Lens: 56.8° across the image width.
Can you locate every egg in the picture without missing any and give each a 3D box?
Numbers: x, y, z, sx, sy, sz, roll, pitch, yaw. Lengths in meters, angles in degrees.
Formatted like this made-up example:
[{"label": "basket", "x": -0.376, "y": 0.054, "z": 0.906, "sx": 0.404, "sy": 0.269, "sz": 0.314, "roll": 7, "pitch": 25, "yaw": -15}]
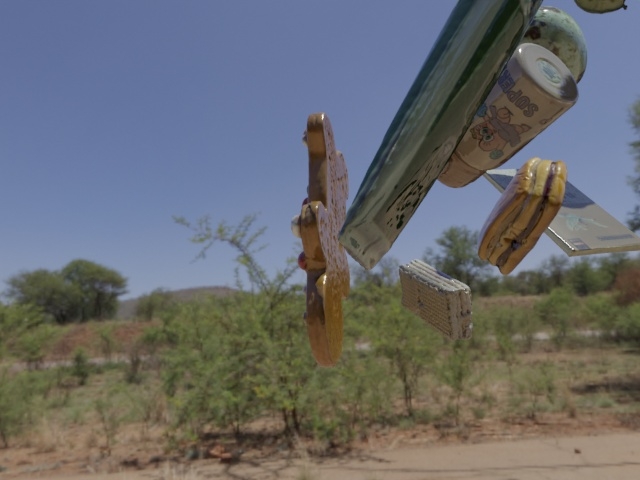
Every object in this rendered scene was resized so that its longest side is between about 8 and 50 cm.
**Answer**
[{"label": "egg", "x": 0.496, "y": -0.411, "z": 1.302, "sx": 0.231, "sy": 0.169, "sz": 0.169, "roll": 27, "pitch": -24, "yaw": -32}]

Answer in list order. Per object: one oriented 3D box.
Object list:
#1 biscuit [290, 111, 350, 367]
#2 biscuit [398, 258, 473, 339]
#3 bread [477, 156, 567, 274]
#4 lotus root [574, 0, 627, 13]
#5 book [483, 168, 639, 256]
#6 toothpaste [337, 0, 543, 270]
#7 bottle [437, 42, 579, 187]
[{"label": "biscuit", "x": 0.000, "y": 0.000, "z": 0.790, "sx": 0.047, "sy": 0.340, "sz": 0.216, "roll": -5, "pitch": -23, "yaw": 13}, {"label": "biscuit", "x": 0.228, "y": 0.117, "z": 1.197, "sx": 0.061, "sy": 0.108, "sz": 0.239, "roll": -11, "pitch": 14, "yaw": -13}, {"label": "bread", "x": 0.315, "y": -0.040, "z": 0.935, "sx": 0.077, "sy": 0.116, "sz": 0.200, "roll": 28, "pitch": -37, "yaw": 8}, {"label": "lotus root", "x": 0.721, "y": -0.677, "z": 1.474, "sx": 0.183, "sy": 0.078, "sz": 0.204, "roll": -4, "pitch": -53, "yaw": 29}, {"label": "book", "x": 0.519, "y": -0.071, "z": 1.282, "sx": 0.216, "sy": 0.310, "sz": 0.021, "roll": -3, "pitch": -52, "yaw": -25}, {"label": "toothpaste", "x": 0.123, "y": -0.154, "z": 0.483, "sx": 0.061, "sy": 0.392, "sz": 0.099, "roll": 28, "pitch": -5, "yaw": 25}, {"label": "bottle", "x": 0.218, "y": -0.147, "z": 0.769, "sx": 0.110, "sy": 0.097, "sz": 0.209, "roll": -9, "pitch": -24, "yaw": -35}]
